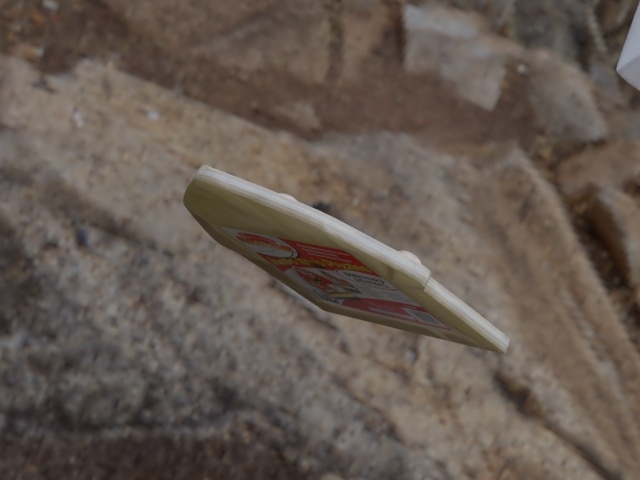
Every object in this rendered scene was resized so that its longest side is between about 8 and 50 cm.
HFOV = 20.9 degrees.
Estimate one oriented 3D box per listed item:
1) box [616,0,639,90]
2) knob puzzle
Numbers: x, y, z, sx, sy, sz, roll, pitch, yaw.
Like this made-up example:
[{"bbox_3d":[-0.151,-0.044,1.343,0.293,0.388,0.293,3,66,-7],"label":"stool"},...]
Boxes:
[{"bbox_3d":[0.308,-0.126,1.128,0.181,0.119,0.182,42,40,-13],"label":"box"},{"bbox_3d":[0.000,0.000,1.036,0.213,0.213,0.030,26,78,2],"label":"knob puzzle"}]
